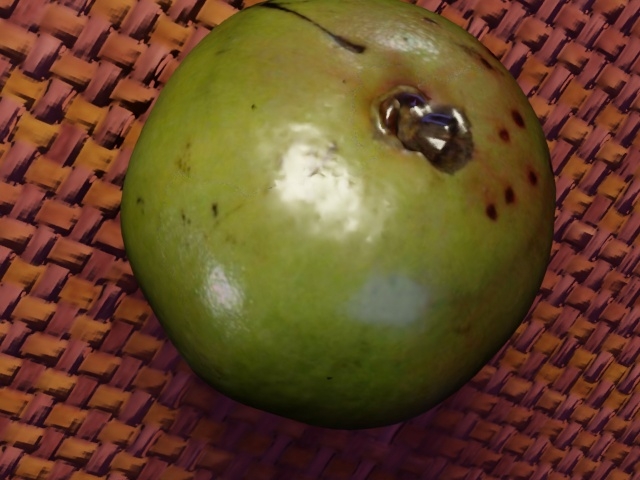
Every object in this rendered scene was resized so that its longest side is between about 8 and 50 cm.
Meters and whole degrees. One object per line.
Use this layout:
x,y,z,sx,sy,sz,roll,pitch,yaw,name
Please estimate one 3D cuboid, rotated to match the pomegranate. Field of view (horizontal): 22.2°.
-0.004,0.003,0.676,0.179,0.179,0.210,10,127,-36,pomegranate
